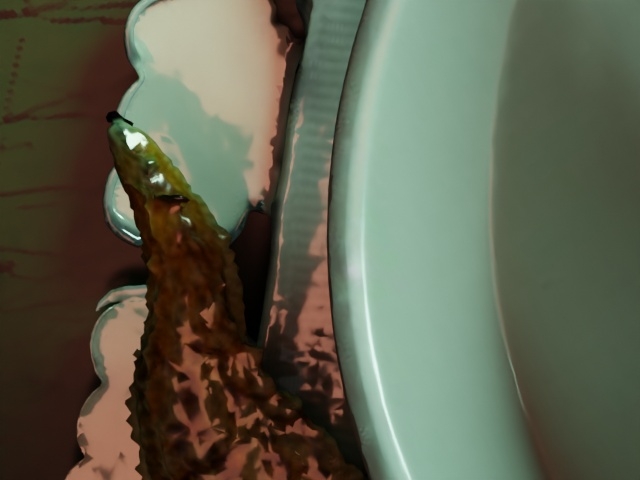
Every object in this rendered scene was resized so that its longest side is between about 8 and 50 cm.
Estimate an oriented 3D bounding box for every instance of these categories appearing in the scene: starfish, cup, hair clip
[{"bbox_3d":[0.047,0.136,0.512,0.358,0.078,0.347,16,101,-13],"label":"starfish"},{"bbox_3d":[0.204,-0.043,0.369,0.259,0.274,0.356,32,107,37],"label":"cup"},{"bbox_3d":[0.000,0.000,0.517,0.140,0.054,0.220,7,103,-7],"label":"hair clip"}]
